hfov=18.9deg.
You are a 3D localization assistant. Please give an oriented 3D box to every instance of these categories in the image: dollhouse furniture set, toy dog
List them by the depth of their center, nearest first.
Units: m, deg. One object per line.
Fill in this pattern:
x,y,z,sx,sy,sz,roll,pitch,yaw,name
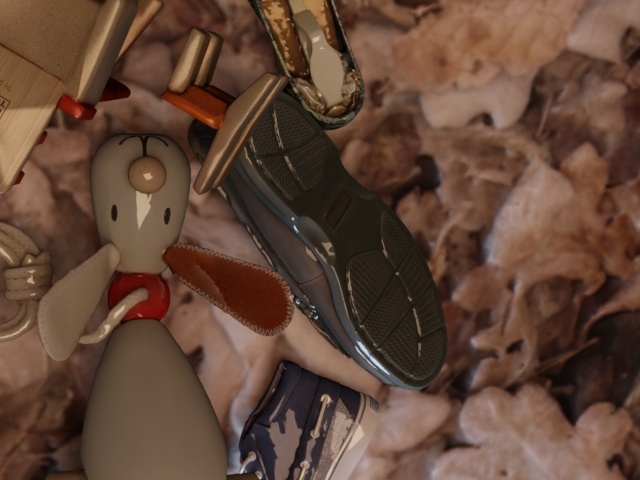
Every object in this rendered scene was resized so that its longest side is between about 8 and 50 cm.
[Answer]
-0.173,-0.112,1.218,0.262,0.259,0.135,31,96,0,dollhouse furniture set
-0.119,0.094,1.304,0.220,0.161,0.333,-23,89,-15,toy dog

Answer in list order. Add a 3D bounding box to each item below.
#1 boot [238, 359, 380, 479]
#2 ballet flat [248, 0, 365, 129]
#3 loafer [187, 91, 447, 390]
-0.035,0.187,1.459,0.086,0.069,0.190,28,88,-13,boot
-0.013,-0.165,1.369,0.070,0.070,0.188,-27,109,-7,ballet flat
0.000,0.000,1.419,0.096,0.084,0.267,-50,118,-32,loafer
